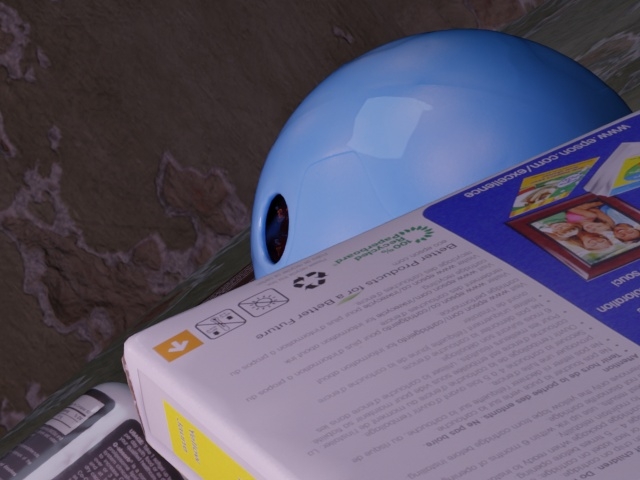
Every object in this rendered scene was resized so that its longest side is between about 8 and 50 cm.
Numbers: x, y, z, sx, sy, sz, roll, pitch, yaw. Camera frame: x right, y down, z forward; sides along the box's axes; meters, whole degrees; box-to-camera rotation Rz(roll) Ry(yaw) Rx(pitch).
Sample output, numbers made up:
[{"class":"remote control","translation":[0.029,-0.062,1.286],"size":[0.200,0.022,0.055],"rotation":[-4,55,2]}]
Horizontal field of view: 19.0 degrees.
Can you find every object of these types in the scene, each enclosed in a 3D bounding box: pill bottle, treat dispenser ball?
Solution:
[{"class":"pill bottle","translation":[-0.194,0.224,1.678],"size":[0.278,0.162,0.162],"rotation":[-38,8,-20]},{"class":"treat dispenser ball","translation":[0.096,0.000,1.308],"size":[0.288,0.288,0.288],"rotation":[-35,8,6]}]

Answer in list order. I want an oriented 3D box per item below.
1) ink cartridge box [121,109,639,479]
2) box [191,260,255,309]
[{"class":"ink cartridge box","translation":[0.118,0.057,0.779],"size":[0.304,0.072,0.307],"rotation":[-23,30,-22]},{"class":"box","translation":[0.006,0.079,1.774],"size":[0.191,0.143,0.381],"rotation":[-39,7,-24]}]
